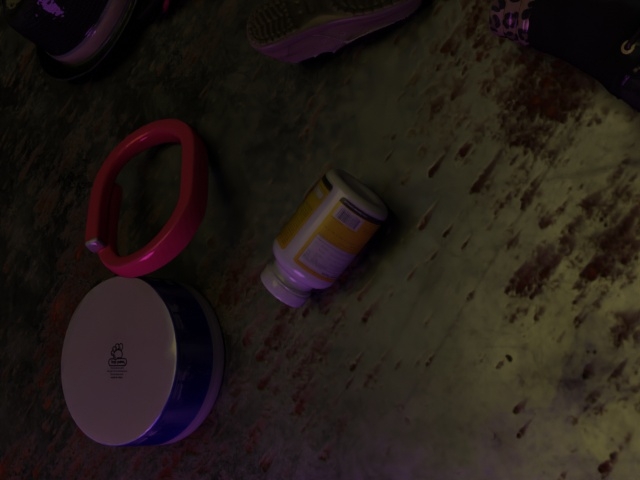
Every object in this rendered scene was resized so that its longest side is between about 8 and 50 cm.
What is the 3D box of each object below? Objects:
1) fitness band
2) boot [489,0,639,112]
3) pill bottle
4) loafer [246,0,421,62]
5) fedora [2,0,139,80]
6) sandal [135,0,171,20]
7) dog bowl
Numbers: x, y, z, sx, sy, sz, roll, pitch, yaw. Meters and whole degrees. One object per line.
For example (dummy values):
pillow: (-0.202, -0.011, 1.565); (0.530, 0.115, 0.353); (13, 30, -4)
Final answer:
fitness band: (-0.275, -0.075, 1.269); (0.209, 0.054, 0.290); (-24, 48, 20)
boot: (0.381, -0.335, 0.882); (0.284, 0.138, 0.377); (35, 107, 34)
pill bottle: (0.000, 0.000, 1.095); (0.184, 0.103, 0.103); (-51, 58, 16)
loafer: (0.027, -0.331, 1.150); (0.269, 0.092, 0.101); (-14, 75, 15)
fedora: (-0.471, -0.469, 1.464); (0.334, 0.152, 0.334); (-10, 73, 37)
sandal: (-0.270, -0.429, 1.391); (0.179, 0.040, 0.067); (-21, 55, 45)
dog bowl: (-0.283, 0.188, 1.253); (0.265, 0.104, 0.264); (-7, 77, 33)
